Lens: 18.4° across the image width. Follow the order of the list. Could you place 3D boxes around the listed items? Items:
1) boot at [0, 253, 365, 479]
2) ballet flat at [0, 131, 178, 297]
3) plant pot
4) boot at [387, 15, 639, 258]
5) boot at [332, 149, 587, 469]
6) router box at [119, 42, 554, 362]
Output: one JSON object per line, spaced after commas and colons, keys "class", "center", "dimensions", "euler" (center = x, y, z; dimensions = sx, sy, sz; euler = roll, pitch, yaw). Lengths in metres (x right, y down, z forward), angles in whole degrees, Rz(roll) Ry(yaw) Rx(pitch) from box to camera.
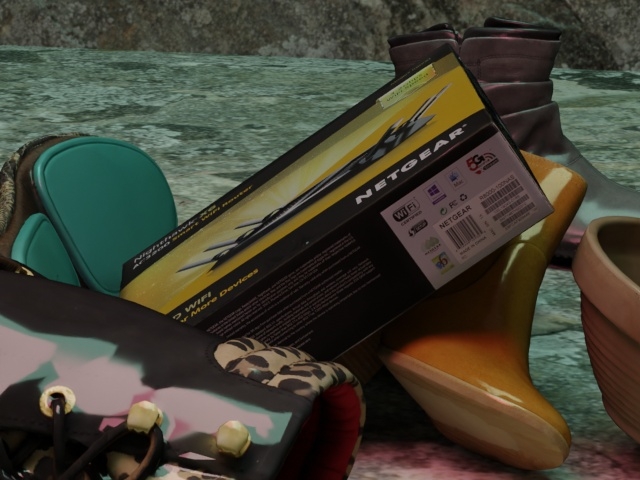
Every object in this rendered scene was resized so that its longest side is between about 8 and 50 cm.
{"class": "boot", "center": [-0.160, 0.092, 0.851], "dimensions": [0.284, 0.138, 0.377], "euler": [18, 15, 15]}
{"class": "ballet flat", "center": [-0.246, 0.026, 1.551], "dimensions": [0.182, 0.164, 0.483], "euler": [-22, 11, 12]}
{"class": "plant pot", "center": [0.265, 0.085, 1.327], "dimensions": [0.237, 0.110, 0.237], "euler": [20, 20, -8]}
{"class": "boot", "center": [0.219, -0.101, 1.916], "dimensions": [0.338, 0.223, 0.118], "euler": [6, 7, 14]}
{"class": "boot", "center": [0.125, 0.033, 1.390], "dimensions": [0.211, 0.104, 0.295], "euler": [-48, 32, -14]}
{"class": "router box", "center": [0.000, 0.000, 1.402], "dimensions": [0.309, 0.081, 0.243], "euler": [-34, 17, 7]}
